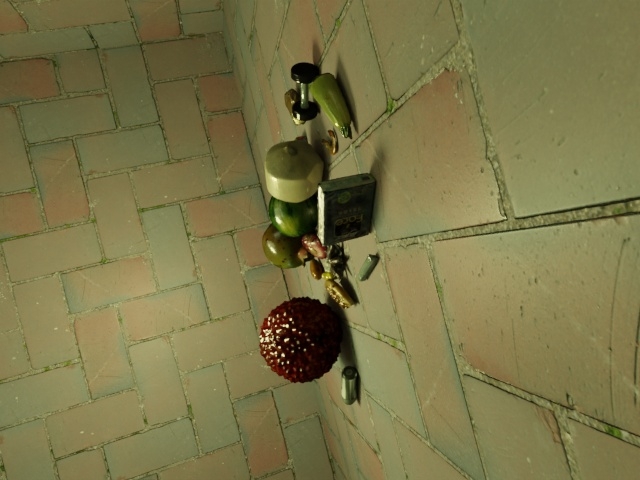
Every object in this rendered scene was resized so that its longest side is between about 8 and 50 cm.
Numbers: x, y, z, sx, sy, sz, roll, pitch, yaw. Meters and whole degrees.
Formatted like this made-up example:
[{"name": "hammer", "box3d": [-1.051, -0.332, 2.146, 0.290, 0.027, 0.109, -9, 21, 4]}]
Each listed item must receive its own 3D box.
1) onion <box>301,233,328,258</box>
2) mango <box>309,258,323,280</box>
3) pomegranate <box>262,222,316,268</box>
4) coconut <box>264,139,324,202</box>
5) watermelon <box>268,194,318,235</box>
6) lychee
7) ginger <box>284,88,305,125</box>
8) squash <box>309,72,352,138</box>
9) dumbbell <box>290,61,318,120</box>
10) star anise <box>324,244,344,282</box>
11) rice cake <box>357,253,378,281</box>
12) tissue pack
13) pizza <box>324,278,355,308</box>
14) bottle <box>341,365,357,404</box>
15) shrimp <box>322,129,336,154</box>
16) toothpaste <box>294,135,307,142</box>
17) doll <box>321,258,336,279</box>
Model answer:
[{"name": "onion", "box3d": [0.000, 0.000, 1.972, 0.150, 0.140, 0.150, 25, 155, 12]}, {"name": "mango", "box3d": [-0.022, 0.150, 2.262, 0.077, 0.063, 0.127, 87, 169, -55]}, {"name": "pomegranate", "box3d": [-0.124, 0.031, 2.185, 0.323, 0.291, 0.291, 37, 151, 19]}, {"name": "coconut", "box3d": [-0.108, -0.292, 1.782, 0.247, 0.244, 0.245, 100, 152, -59]}, {"name": "watermelon", "box3d": [-0.117, -0.138, 1.978, 0.242, 0.242, 0.242, 166, 90, -76]}, {"name": "lychee", "box3d": [-0.106, 0.511, 2.187, 0.500, 0.424, 0.425, -59, 39, 31]}, {"name": "ginger", "box3d": [-0.112, -0.585, 1.860, 0.137, 0.074, 0.213, 90, 166, -47]}, {"name": "squash", "box3d": [0.049, -0.414, 1.377, 0.094, 0.094, 0.224, 111, 136, -67]}, {"name": "dumbbell", "box3d": [-0.058, -0.549, 1.612, 0.191, 0.100, 0.100, 91, 159, -50]}, {"name": "star anise", "box3d": [0.067, 0.094, 1.837, 0.180, 0.061, 0.205, -124, 22, -67]}, {"name": "rice cake", "box3d": [0.163, 0.096, 1.523, 0.208, 0.033, 0.033, 106, 149, -64]}, {"name": "tissue pack", "box3d": [0.077, -0.096, 1.376, 0.236, 0.173, 0.073, 92, 160, -47]}, {"name": "pizza", "box3d": [0.073, 0.229, 1.879, 0.246, 0.058, 0.127, 42, 169, 52]}, {"name": "bottle", "box3d": [0.144, 0.718, 2.155, 0.096, 0.079, 0.254, -62, -24, -47]}, {"name": "shrimp", "box3d": [0.032, -0.366, 1.594, 0.127, 0.025, 0.091, -131, 30, -53]}, {"name": "toothpaste", "box3d": [-0.113, -0.431, 2.015, 0.193, 0.070, 0.044, 158, 99, -76]}, {"name": "doll", "box3d": [0.036, 0.127, 2.013, 0.135, 0.071, 0.113, -119, 27, -61]}]
